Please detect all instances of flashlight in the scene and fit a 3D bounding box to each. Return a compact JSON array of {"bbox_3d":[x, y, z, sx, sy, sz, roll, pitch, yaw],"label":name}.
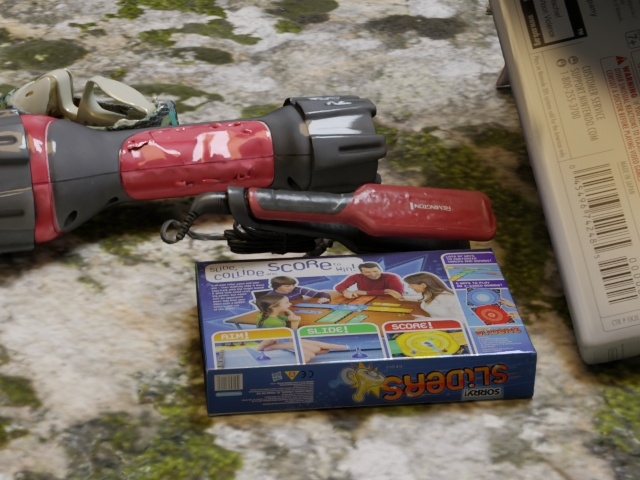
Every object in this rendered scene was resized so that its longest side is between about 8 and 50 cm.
[{"bbox_3d":[-0.106,-0.055,1.200,0.304,0.103,0.103,-6,55,-14],"label":"flashlight"}]

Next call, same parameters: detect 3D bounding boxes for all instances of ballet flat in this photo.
[{"bbox_3d":[-0.189,-0.104,1.322,0.188,0.070,0.070,12,31,21],"label":"ballet flat"}]

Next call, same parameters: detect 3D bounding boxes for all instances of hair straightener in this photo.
[{"bbox_3d":[0.000,0.000,1.133,0.230,0.089,0.047,-1,62,-22],"label":"hair straightener"}]

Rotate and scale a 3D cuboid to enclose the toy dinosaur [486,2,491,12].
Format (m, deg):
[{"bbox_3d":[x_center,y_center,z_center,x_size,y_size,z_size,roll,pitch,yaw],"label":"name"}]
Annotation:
[{"bbox_3d":[0.238,-0.218,1.555,0.183,0.053,0.092,11,29,18],"label":"toy dinosaur"}]

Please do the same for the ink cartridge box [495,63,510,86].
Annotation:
[{"bbox_3d":[0.292,-0.228,1.350,0.261,0.296,0.066,-4,68,-10],"label":"ink cartridge box"}]

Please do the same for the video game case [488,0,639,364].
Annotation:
[{"bbox_3d":[0.282,-0.101,1.108,0.300,0.036,0.329,-13,63,4],"label":"video game case"}]

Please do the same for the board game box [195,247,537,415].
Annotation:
[{"bbox_3d":[0.024,0.054,1.063,0.201,0.035,0.136,-2,29,-5],"label":"board game box"}]
